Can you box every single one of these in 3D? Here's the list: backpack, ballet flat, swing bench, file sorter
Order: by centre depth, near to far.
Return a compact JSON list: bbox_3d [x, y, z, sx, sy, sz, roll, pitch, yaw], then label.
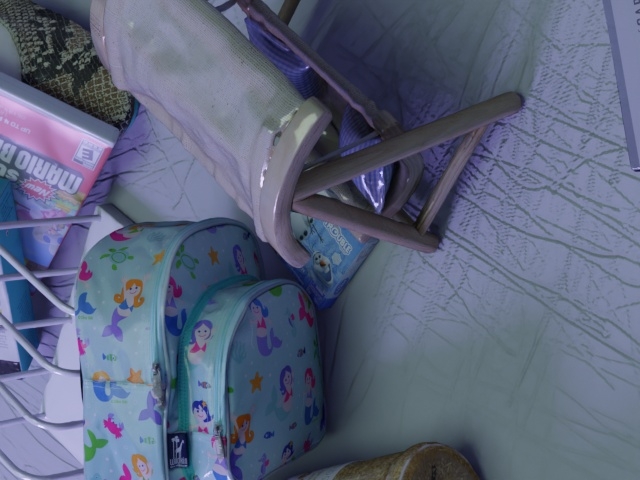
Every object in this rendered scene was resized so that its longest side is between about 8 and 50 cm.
[{"bbox_3d":[-0.028,-0.116,1.180,0.253,0.255,0.165,47,124,30],"label":"swing bench"},{"bbox_3d":[-0.112,0.105,1.305,0.191,0.225,0.253,-8,94,27],"label":"backpack"},{"bbox_3d":[-0.260,0.134,1.492,0.193,0.173,0.277,37,120,35],"label":"file sorter"},{"bbox_3d":[-0.408,-0.209,1.583,0.483,0.182,0.164,31,113,37],"label":"ballet flat"}]

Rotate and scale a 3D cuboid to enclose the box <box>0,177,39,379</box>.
[{"bbox_3d":[-0.371,0.040,1.572,0.100,0.060,0.244,8,132,8],"label":"box"}]

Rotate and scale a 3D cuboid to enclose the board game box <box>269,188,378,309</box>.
[{"bbox_3d":[0.000,0.000,1.330,0.090,0.020,0.090,52,126,25],"label":"board game box"}]

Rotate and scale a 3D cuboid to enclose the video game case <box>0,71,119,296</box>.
[{"bbox_3d":[-0.352,-0.065,1.535,0.285,0.204,0.025,-53,16,44],"label":"video game case"}]

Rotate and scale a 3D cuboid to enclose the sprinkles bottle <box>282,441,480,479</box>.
[{"bbox_3d":[-0.015,0.269,1.309,0.355,0.121,0.121,-22,80,43],"label":"sprinkles bottle"}]

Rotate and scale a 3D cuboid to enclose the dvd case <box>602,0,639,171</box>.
[{"bbox_3d":[0.307,-0.154,1.011,0.239,0.029,0.179,-10,88,45],"label":"dvd case"}]
